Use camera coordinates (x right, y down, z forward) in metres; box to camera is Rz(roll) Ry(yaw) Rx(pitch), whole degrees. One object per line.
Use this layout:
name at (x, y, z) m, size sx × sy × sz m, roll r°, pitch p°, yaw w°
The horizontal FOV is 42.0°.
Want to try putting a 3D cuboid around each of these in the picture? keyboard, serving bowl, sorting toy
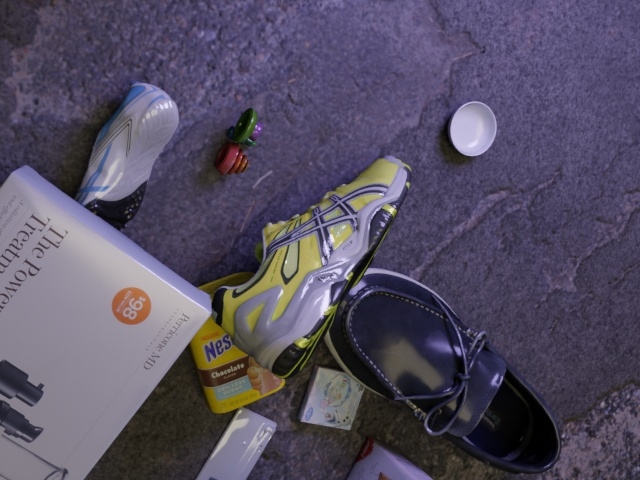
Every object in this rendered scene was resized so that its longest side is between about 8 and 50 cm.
keyboard at (-0.158, 0.373, 1.253) m, size 0.072 × 0.014 × 0.256 m, roll 32°, pitch 88°, yaw -21°
serving bowl at (0.230, -0.174, 1.290) m, size 0.083 × 0.027 × 0.083 m, roll -6°, pitch 104°, yaw -23°
sorting toy at (-0.104, -0.131, 1.137) m, size 0.042 × 0.061 × 0.102 m, roll 25°, pitch 114°, yaw -26°

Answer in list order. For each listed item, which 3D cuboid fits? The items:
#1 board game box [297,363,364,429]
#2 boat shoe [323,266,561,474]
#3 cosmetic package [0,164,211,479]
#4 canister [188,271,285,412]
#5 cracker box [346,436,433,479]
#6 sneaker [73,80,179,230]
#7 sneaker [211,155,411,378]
board game box at (0.019, 0.244, 1.294) m, size 0.090 × 0.020 × 0.090 m, roll 17°, pitch 94°, yaw -28°
boat shoe at (0.200, 0.209, 1.284) m, size 0.500 × 0.156 × 0.187 m, roll 41°, pitch 79°, yaw -25°
cosmetic package at (-0.357, 0.144, 1.013) m, size 0.284 × 0.097 × 0.377 m, roll 37°, pitch 93°, yaw -15°
canister at (-0.126, 0.146, 1.182) m, size 0.126 × 0.073 × 0.170 m, roll -21°, pitch 110°, yaw -19°
cracker box at (0.110, 0.418, 1.254) m, size 0.067 × 0.232 × 0.156 m, roll 27°, pitch 90°, yaw -25°
sneaker at (-0.266, -0.095, 1.076) m, size 0.085 × 0.086 × 0.237 m, roll 20°, pitch 107°, yaw -54°
sneaker at (0.000, 0.000, 1.130) m, size 0.147 × 0.145 × 0.385 m, roll 31°, pitch 54°, yaw 9°
